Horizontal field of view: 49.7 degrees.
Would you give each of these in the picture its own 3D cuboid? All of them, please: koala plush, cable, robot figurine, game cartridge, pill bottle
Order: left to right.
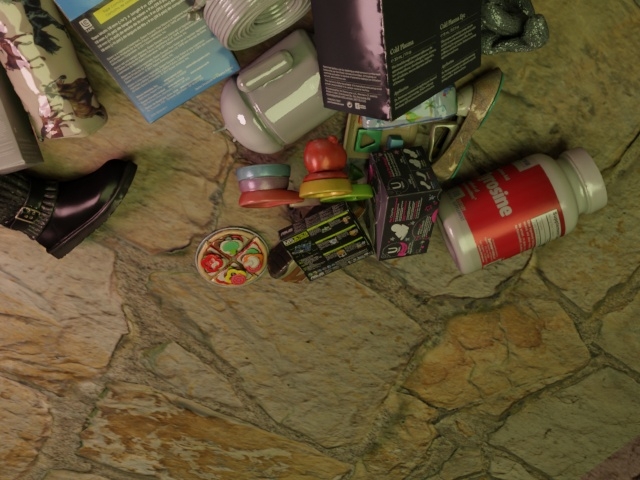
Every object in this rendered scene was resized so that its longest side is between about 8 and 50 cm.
[{"bbox_3d":[-0.106,-0.478,1.362,0.257,0.257,0.089,-31,89,28],"label":"cable"},{"bbox_3d":[-0.076,-0.328,1.535,0.353,0.200,0.300,-33,159,12],"label":"robot figurine"},{"bbox_3d":[0.083,-0.224,1.755,0.056,0.017,0.083,-20,126,7],"label":"game cartridge"},{"bbox_3d":[0.379,-0.537,1.498,0.203,0.196,0.221,-9,130,6],"label":"koala plush"},{"bbox_3d":[0.516,-0.087,1.808,0.407,0.229,0.229,-23,126,4],"label":"pill bottle"}]

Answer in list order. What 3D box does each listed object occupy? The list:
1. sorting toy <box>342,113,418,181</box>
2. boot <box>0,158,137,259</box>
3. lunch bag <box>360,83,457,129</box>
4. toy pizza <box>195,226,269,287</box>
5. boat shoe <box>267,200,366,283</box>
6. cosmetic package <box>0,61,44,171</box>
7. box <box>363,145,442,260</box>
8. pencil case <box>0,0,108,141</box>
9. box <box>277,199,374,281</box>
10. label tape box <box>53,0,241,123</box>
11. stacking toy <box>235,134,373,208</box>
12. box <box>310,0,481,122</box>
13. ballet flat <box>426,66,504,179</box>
[{"bbox_3d":[0.158,-0.278,1.701,0.195,0.047,0.348,-1,122,-16],"label":"sorting toy"},{"bbox_3d":[-0.625,-0.122,1.610,0.348,0.131,0.260,-40,123,16],"label":"boot"},{"bbox_3d":[0.196,-0.312,1.554,0.218,0.176,0.090,-7,107,13],"label":"lunch bag"},{"bbox_3d":[-0.237,0.054,1.872,0.201,0.032,0.201,-5,125,-8],"label":"toy pizza"},{"bbox_3d":[0.000,0.000,1.842,0.324,0.123,0.120,-40,130,24],"label":"boat shoe"},{"bbox_3d":[-0.682,-0.262,1.448,0.107,0.127,0.238,-15,98,0],"label":"cosmetic package"},{"bbox_3d":[0.197,-0.092,1.744,0.142,0.163,0.247,-9,142,-10],"label":"box"},{"bbox_3d":[-0.586,-0.404,1.395,0.160,0.183,0.410,-35,127,-26],"label":"pencil case"},{"bbox_3d":[0.016,0.005,1.734,0.190,0.045,0.184,-25,133,11],"label":"box"},{"bbox_3d":[-0.355,-0.446,1.430,0.240,0.106,0.334,-29,126,7],"label":"label tape box"},{"bbox_3d":[-0.031,-0.157,1.650,0.308,0.279,0.131,-6,88,31],"label":"stacking toy"},{"bbox_3d":[0.160,-0.454,1.374,0.343,0.179,0.313,-35,132,-37],"label":"box"},{"bbox_3d":[0.340,-0.291,1.711,0.106,0.108,0.316,16,119,-13],"label":"ballet flat"}]
